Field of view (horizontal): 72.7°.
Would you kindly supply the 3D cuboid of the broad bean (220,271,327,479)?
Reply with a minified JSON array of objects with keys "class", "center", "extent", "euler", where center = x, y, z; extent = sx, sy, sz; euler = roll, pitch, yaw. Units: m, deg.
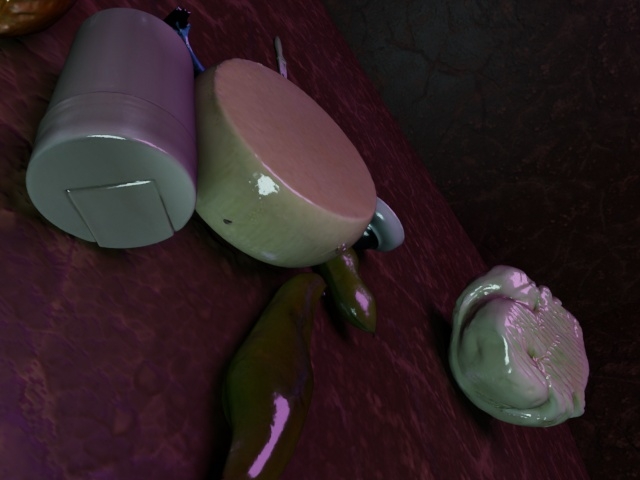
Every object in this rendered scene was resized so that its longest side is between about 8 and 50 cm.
[{"class":"broad bean","center":[-0.032,0.100,0.429],"extent":[0.075,0.067,0.325],"euler":[61,22,-18]}]

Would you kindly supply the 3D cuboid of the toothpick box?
[{"class":"toothpick box","center":[-0.157,-0.096,0.354],"extent":[0.111,0.111,0.181],"euler":[36,31,-45]}]

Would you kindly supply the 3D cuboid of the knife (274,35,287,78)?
[{"class":"knife","center":[-0.094,-0.432,1.035],"extent":[0.030,0.014,0.207],"euler":[37,32,-42]}]

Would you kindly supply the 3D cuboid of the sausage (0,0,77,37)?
[{"class":"sausage","center":[-0.255,-0.297,0.414],"extent":[0.094,0.097,0.349],"euler":[49,22,-43]}]

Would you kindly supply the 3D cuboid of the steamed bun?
[{"class":"steamed bun","center":[0.429,0.242,1.010],"extent":[0.339,0.247,0.352],"euler":[38,52,-19]}]

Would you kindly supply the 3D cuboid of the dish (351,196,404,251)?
[{"class":"dish","center":[0.074,-0.017,0.795],"extent":[0.141,0.078,0.141],"euler":[39,-21,19]}]

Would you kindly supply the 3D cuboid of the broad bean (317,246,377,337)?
[{"class":"broad bean","center":[0.005,0.000,0.654],"extent":[0.098,0.056,0.318],"euler":[4,54,-62]}]

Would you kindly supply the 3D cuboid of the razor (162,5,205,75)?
[{"class":"razor","center":[-0.136,-0.220,0.650],"extent":[0.253,0.042,0.082],"euler":[46,-15,-34]}]

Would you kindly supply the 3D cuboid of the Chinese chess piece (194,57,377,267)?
[{"class":"Chinese chess piece","center":[-0.050,-0.093,0.530],"extent":[0.273,0.102,0.273],"euler":[33,33,-26]}]
